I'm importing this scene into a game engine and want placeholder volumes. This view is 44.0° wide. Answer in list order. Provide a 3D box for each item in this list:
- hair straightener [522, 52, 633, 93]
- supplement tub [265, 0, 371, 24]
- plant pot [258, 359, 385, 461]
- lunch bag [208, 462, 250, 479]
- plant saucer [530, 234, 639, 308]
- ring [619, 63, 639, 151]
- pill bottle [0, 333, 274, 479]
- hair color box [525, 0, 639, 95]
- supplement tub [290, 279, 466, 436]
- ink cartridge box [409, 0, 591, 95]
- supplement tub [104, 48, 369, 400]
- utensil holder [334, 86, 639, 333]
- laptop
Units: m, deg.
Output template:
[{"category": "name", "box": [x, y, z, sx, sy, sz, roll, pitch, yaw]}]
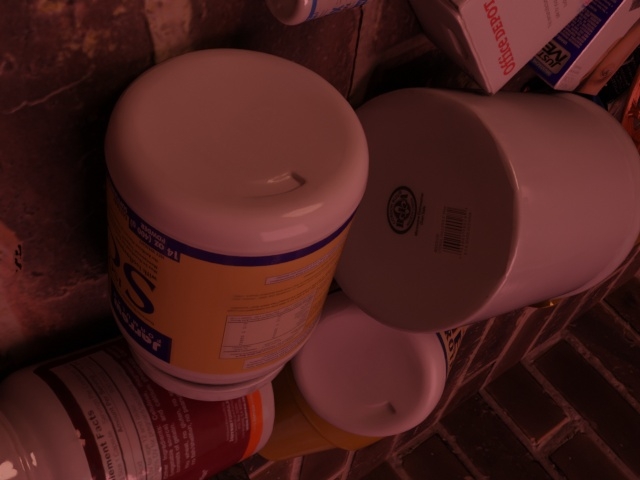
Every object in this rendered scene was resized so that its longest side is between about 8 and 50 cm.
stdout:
[{"category": "hair straightener", "box": [0.451, -0.274, 1.341, 0.230, 0.089, 0.047, -29, 138, -23]}, {"category": "supplement tub", "box": [0.004, -0.250, 0.752, 0.107, 0.071, 0.071, -25, 151, -30]}, {"category": "plant pot", "box": [-0.016, 0.280, 1.446, 0.239, 0.254, 0.254, -34, 161, 25]}, {"category": "lunch bag", "box": [-0.304, 0.536, 1.495, 0.256, 0.212, 0.305, 18, 119, -43]}, {"category": "plant saucer", "box": [0.514, 0.021, 1.795, 0.333, 0.081, 0.333, -32, -167, -18]}, {"category": "ring", "box": [0.652, -0.312, 1.510, 0.336, 0.032, 0.336, -41, 146, -35]}, {"category": "pill bottle", "box": [-0.270, 0.242, 1.002, 0.392, 0.224, 0.224, -17, 147, -42]}, {"category": "hair color box", "box": [0.443, -0.376, 1.140, 0.185, 0.110, 0.339, -9, 142, -52]}, {"category": "supplement tub", "box": [0.110, 0.137, 1.275, 0.235, 0.235, 0.325, -54, 176, 27]}, {"category": "ink cartridge box", "box": [0.242, -0.342, 0.870, 0.306, 0.131, 0.226, -43, 156, 6]}, {"category": "supplement tub", "box": [-0.098, -0.001, 0.820, 0.241, 0.241, 0.331, -26, 152, -30]}, {"category": "utensil holder", "box": [0.225, -0.053, 1.105, 0.385, 0.327, 0.327, -8, 140, -49]}, {"category": "laptop", "box": [0.595, -0.274, 1.493, 0.264, 0.136, 0.234, -42, 157, 16]}]
